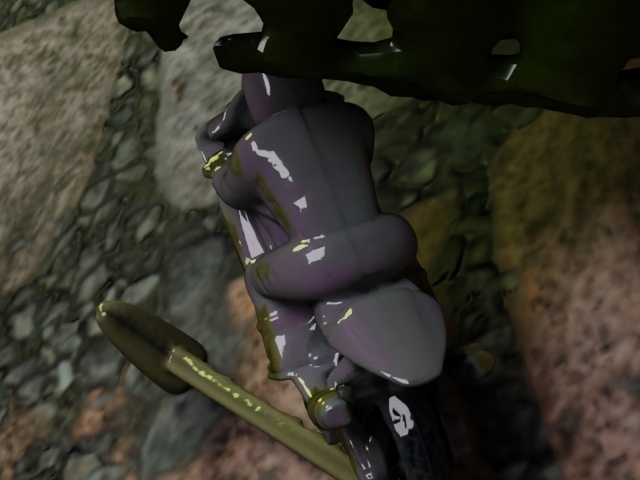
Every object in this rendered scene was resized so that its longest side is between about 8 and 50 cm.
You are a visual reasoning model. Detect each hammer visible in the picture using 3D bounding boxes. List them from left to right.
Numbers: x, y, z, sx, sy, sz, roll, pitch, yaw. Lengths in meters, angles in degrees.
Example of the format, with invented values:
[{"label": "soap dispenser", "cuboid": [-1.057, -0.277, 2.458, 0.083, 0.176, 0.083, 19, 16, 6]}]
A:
[{"label": "hammer", "cuboid": [-0.026, 0.072, 0.696, 0.195, 0.060, 0.028, 25, 77, 44]}]

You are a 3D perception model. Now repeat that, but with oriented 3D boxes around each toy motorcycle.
[{"label": "toy motorcycle", "cuboid": [0.000, 0.000, 0.642, 0.073, 0.152, 0.225, -18, 40, -11]}]

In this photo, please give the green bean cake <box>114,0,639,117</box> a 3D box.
[{"label": "green bean cake", "cuboid": [0.031, -0.212, 0.657, 0.319, 0.335, 0.218, -109, 32, -56]}]
